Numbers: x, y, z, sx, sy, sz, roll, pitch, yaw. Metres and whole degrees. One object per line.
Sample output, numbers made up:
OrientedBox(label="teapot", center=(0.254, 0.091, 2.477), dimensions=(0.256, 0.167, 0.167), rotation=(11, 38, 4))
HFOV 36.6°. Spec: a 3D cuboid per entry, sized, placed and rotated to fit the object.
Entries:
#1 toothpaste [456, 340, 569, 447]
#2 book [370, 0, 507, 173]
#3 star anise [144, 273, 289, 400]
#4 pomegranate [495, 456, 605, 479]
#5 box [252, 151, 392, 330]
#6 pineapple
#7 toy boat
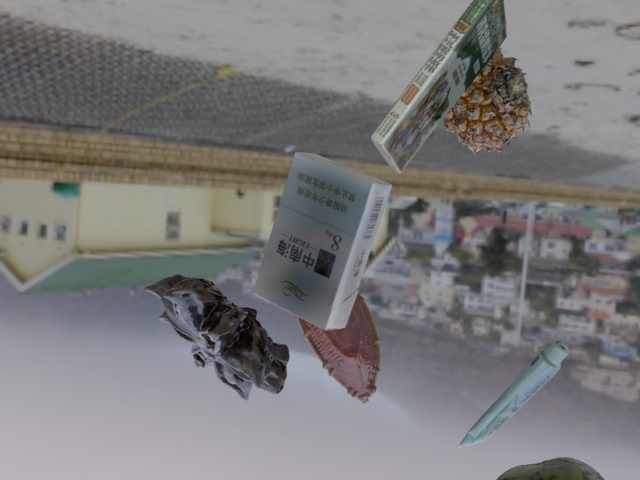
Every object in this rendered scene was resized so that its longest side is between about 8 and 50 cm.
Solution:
OrientedBox(label="toothpaste", center=(0.365, 0.299, 1.832), dimensions=(0.074, 0.297, 0.048), rotation=(3, -138, -46))
OrientedBox(label="book", center=(0.172, -0.223, 1.368), dimensions=(0.027, 0.264, 0.202), rotation=(38, -179, 15))
OrientedBox(label="star anise", center=(-0.141, 0.133, 1.431), dimensions=(0.109, 0.236, 0.223), rotation=(-46, -159, -24))
OrientedBox(label="pomegranate", center=(0.347, 0.447, 1.453), dimensions=(0.254, 0.254, 0.270), rotation=(6, 153, 17))
OrientedBox(label="box", center=(0.000, 0.000, 1.512), dimensions=(0.155, 0.243, 0.067), rotation=(26, -166, 30))
OrientedBox(label="pineapple", center=(0.281, -0.237, 1.541), dimensions=(0.161, 0.176, 0.137), rotation=(-8, 173, -34))
OrientedBox(label="toy boat", center=(0.031, 0.163, 1.888), dimensions=(0.141, 0.318, 0.099), rotation=(-23, 163, -9))
